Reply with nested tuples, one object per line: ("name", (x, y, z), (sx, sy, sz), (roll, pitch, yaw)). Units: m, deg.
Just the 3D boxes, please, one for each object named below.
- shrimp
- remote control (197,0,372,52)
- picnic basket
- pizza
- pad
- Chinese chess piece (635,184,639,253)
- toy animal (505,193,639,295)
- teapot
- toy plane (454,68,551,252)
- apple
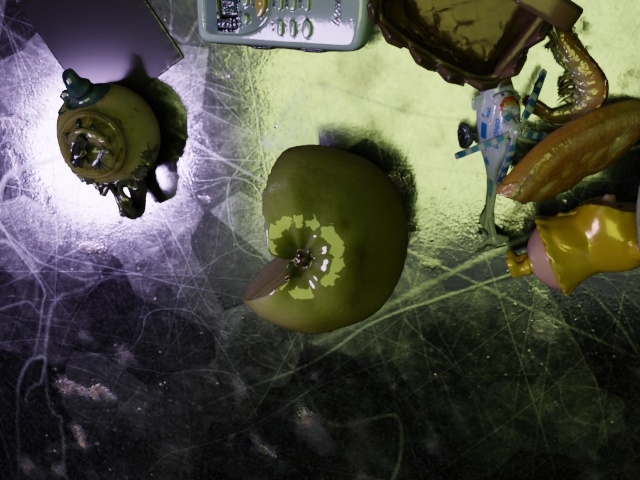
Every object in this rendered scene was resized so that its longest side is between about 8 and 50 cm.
("shrimp", (0.353, -0.256, 1.139), (0.124, 0.034, 0.178), (-34, 100, 26))
("remote control", (-0.058, -0.361, 1.139), (0.296, 0.056, 0.140), (11, 114, 25))
("picnic basket", (0.209, -0.358, 0.989), (0.254, 0.321, 0.291), (30, 112, -2))
("pizza", (0.384, -0.131, 1.120), (0.271, 0.134, 0.056), (-37, 58, 4))
("pad", (-0.391, -0.381, 1.266), (0.202, 0.005, 0.299), (-32, 98, 19))
("Chinese chess piece", (0.602, -0.035, 1.013), (0.349, 0.146, 0.349), (-1, 92, -20))
("toy animal", (0.402, 0.010, 1.146), (0.230, 0.156, 0.156), (-15, 103, 18))
("teapot", (-0.356, -0.153, 1.232), (0.173, 0.182, 0.269), (-12, 108, 12))
("toy plane", (0.281, -0.129, 1.173), (0.182, 0.107, 0.273), (-26, 126, -10))
("apple", (0.017, 0.012, 1.167), (0.233, 0.258, 0.295), (18, 108, 3))
